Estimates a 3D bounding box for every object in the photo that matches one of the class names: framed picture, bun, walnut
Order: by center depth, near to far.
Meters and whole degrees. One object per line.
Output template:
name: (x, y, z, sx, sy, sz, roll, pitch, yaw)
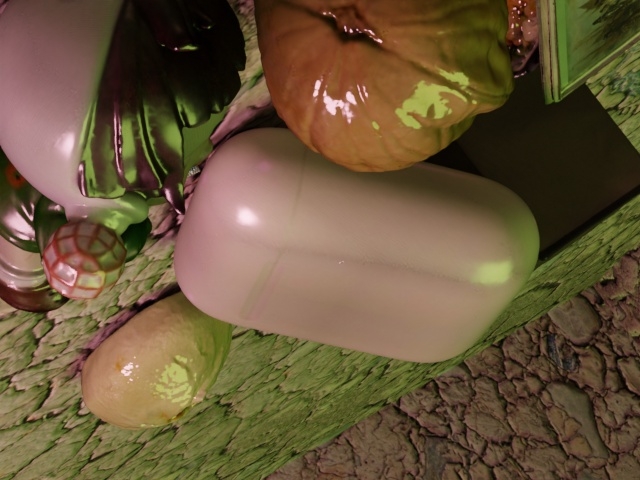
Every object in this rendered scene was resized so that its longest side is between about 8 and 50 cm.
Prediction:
walnut: (0.054, -0.165, 1.317, 0.228, 0.228, 0.228, -33, 166, -9)
framed picture: (0.297, -0.251, 1.582, 0.217, 0.017, 0.274, -37, 156, -5)
bun: (-0.185, 0.158, 1.969, 0.222, 0.127, 0.222, -34, 163, -12)

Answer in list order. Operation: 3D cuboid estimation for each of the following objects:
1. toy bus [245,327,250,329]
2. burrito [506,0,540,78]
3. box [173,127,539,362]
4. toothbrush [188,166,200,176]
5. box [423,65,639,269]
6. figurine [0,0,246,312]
toy bus: (0.000, 0.000, 1.975, 0.268, 0.092, 0.106, -31, 156, -14)
burrito: (0.301, -0.311, 1.623, 0.348, 0.107, 0.175, -36, 151, -4)
box: (0.032, 0.011, 1.676, 0.349, 0.141, 0.289, 13, 153, -9)
toothbrush: (-0.206, -0.028, 1.541, 0.204, 0.022, 0.017, -29, 162, -12)
box: (0.207, -0.094, 1.792, 0.188, 0.252, 0.153, -32, 169, -24)
figurine: (-0.165, -0.076, 1.156, 0.370, 0.167, 0.281, 125, -19, -54)
